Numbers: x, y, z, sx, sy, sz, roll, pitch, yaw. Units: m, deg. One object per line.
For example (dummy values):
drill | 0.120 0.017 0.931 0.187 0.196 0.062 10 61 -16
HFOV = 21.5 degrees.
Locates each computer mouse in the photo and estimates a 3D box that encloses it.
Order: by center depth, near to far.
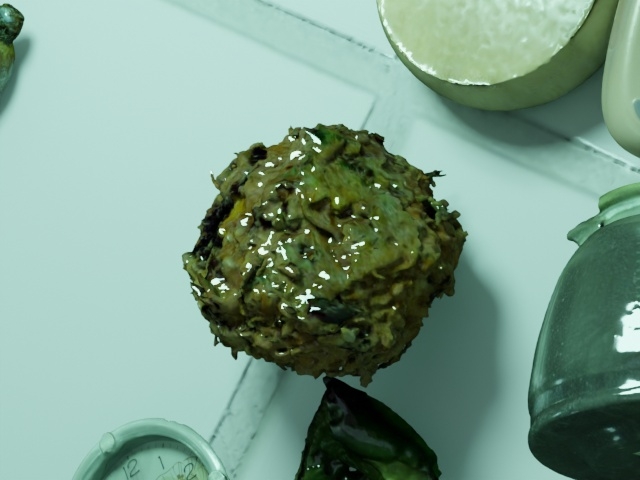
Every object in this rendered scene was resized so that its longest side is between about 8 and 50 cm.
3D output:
computer mouse | 0.327 -0.178 1.465 0.145 0.082 0.236 12 88 8

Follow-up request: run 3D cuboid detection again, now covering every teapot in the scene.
teapot | 0.325 0.065 1.351 0.321 0.239 0.239 -11 62 32

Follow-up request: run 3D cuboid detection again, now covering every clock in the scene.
clock | -0.163 0.295 1.664 0.236 0.053 0.236 -12 70 35

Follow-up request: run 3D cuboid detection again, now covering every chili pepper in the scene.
chili pepper | 0.010 0.270 1.559 0.148 0.116 0.264 32 97 18

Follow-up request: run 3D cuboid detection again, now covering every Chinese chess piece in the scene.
Chinese chess piece | 0.170 -0.245 1.567 0.250 0.103 0.250 -5 79 27

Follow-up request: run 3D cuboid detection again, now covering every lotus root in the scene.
lotus root | -0.403 -0.194 1.879 0.192 0.088 0.113 -41 80 15

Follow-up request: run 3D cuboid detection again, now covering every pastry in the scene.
pastry | 0.000 0.000 1.527 0.275 0.275 0.193 31 138 30
